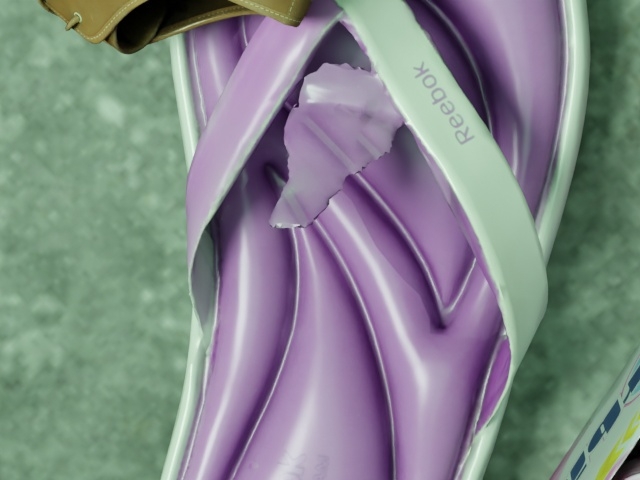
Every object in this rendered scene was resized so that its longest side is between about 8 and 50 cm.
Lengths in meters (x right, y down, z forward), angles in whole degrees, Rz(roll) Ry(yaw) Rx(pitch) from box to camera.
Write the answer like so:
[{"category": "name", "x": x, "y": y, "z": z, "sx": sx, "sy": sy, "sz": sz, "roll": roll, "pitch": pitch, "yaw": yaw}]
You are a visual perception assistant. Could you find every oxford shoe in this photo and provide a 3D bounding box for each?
[{"category": "oxford shoe", "x": -0.093, "y": -0.109, "z": 0.631, "sx": 0.212, "sy": 0.076, "sz": 0.076, "roll": 6, "pitch": 93, "yaw": 34}]

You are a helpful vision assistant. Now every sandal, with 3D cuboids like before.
[{"category": "sandal", "x": 0.016, "y": 0.001, "z": 0.646, "sx": 0.169, "sy": 0.102, "sz": 0.416, "roll": 4, "pitch": 95, "yaw": 4}]

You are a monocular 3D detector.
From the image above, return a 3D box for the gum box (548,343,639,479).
[{"category": "gum box", "x": 0.159, "y": 0.049, "z": 0.633, "sx": 0.062, "sy": 0.107, "sz": 0.188, "roll": 32, "pitch": 99, "yaw": 2}]
